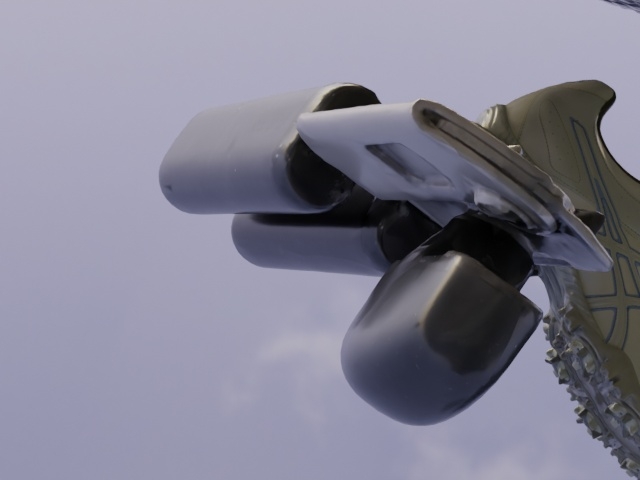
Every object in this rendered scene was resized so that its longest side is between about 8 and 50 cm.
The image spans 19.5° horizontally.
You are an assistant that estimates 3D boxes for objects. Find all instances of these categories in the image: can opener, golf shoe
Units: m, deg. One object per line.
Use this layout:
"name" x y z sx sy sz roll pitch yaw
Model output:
"can opener" 0.000 0.000 0.620 0.076 0.283 0.095 37 -102 -17
"golf shoe" 0.121 0.018 0.725 0.086 0.069 0.176 -30 -89 -12

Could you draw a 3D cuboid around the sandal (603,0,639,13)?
"sandal" 0.100 -0.178 0.848 0.167 0.107 0.446 20 -172 -21
